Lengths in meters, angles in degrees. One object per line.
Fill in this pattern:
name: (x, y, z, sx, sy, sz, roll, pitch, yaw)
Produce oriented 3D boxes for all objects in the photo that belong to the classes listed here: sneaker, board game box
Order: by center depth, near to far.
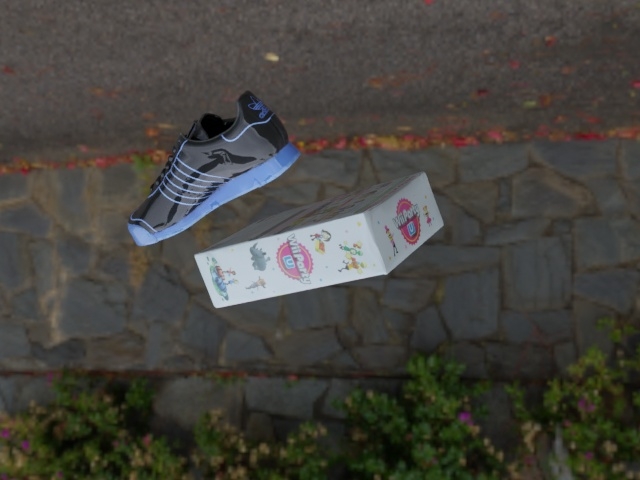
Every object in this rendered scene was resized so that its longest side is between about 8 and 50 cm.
sneaker: (-0.132, -0.076, 1.012, 0.232, 0.090, 0.081, -27, -163, 27)
board game box: (0.000, 0.000, 1.427, 0.303, 0.098, 0.224, -15, -169, 33)
